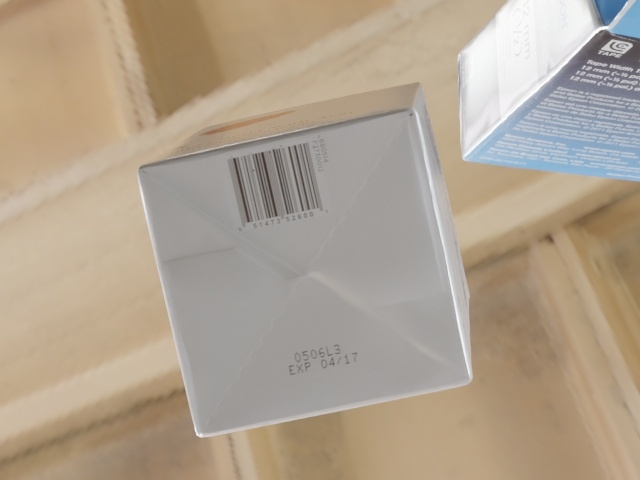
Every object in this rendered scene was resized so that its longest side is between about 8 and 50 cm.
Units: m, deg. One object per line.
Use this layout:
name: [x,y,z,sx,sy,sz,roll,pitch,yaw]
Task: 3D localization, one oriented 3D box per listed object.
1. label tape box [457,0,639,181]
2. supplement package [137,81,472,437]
label tape box: [0.288,-0.156,1.443,0.249,0.347,0.115,6,-111,-17]
supplement package: [0.000,0.000,1.211,0.177,0.175,0.293,-12,-173,5]
